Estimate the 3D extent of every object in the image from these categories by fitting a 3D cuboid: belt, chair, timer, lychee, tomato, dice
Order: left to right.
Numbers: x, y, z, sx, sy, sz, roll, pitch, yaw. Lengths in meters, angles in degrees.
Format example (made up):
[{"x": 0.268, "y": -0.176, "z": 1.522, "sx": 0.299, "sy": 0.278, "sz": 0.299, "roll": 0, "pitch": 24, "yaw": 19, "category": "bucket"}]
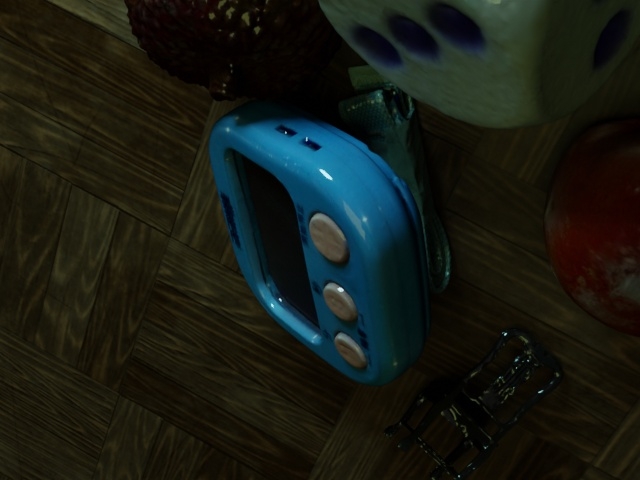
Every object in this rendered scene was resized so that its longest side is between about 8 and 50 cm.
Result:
[{"x": -0.088, "y": -0.280, "z": 1.123, "sx": 0.260, "sy": 0.260, "sz": 0.261, "roll": 10, "pitch": 120, "yaw": 18, "category": "lychee"}, {"x": 0.000, "y": 0.000, "z": 1.228, "sx": 0.309, "sy": 0.115, "sz": 0.340, "roll": 32, "pitch": 146, "yaw": 40, "category": "timer"}, {"x": 0.095, "y": -0.070, "z": 1.245, "sx": 0.072, "sy": 0.087, "sz": 0.302, "roll": -1, "pitch": 117, "yaw": 34, "category": "belt"}, {"x": 0.207, "y": 0.221, "z": 1.370, "sx": 0.106, "sy": 0.113, "sz": 0.229, "roll": 45, "pitch": 87, "yaw": -5, "category": "chair"}, {"x": 0.162, "y": -0.269, "z": 0.961, "sx": 0.259, "sy": 0.243, "sz": 0.251, "roll": 34, "pitch": 167, "yaw": 25, "category": "dice"}, {"x": 0.406, "y": 0.005, "z": 1.104, "sx": 0.334, "sy": 0.176, "sz": 0.290, "roll": -10, "pitch": 115, "yaw": 26, "category": "tomato"}]
